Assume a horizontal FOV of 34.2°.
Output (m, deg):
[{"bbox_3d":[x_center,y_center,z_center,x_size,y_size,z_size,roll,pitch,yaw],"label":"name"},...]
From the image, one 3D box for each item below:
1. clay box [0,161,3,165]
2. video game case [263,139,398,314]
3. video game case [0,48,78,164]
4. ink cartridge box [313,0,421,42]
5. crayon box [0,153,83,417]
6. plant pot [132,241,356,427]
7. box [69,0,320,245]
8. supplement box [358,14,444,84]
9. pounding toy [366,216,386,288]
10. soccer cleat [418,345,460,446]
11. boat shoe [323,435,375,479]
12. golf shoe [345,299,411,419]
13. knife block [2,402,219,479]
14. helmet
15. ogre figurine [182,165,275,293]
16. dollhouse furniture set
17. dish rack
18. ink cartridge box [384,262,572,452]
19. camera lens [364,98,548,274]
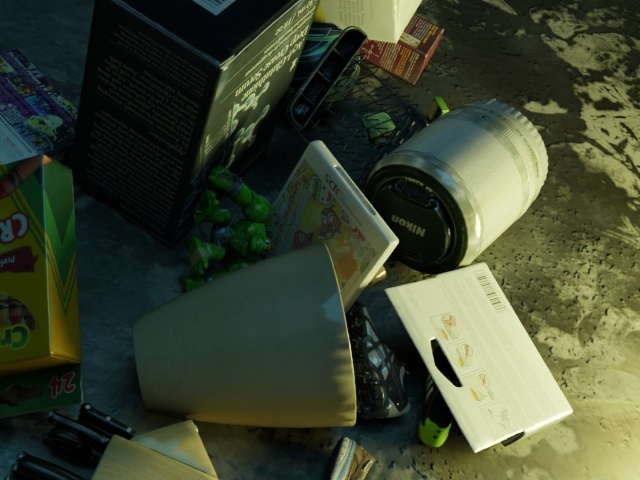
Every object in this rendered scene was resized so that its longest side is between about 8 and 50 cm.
[{"bbox_3d":[-0.531,-0.110,1.524,0.222,0.127,0.053,43,52,17],"label":"clay box"},{"bbox_3d":[0.000,0.000,1.565,0.026,0.227,0.206,-14,58,-42],"label":"video game case"},{"bbox_3d":[-0.501,-0.200,1.647,0.232,0.042,0.210,44,43,16],"label":"video game case"},{"bbox_3d":[0.007,-0.530,1.957,0.385,0.160,0.279,12,45,17],"label":"ink cartridge box"},{"bbox_3d":[-0.415,0.066,1.338,0.202,0.081,0.318,-13,72,15],"label":"crayon box"},{"bbox_3d":[-0.110,0.150,1.418,0.274,0.256,0.256,-10,55,-6],"label":"plant pot"},{"bbox_3d":[-0.193,-0.242,1.574,0.212,0.395,0.293,33,50,7],"label":"box"},{"bbox_3d":[0.130,-0.400,2.028,0.188,0.080,0.104,28,49,4],"label":"supplement box"},{"bbox_3d":[0.047,-0.017,1.624,0.094,0.181,0.206,-25,65,-34],"label":"pounding toy"},{"bbox_3d":[0.185,0.225,1.554,0.060,0.072,0.179,19,49,-5],"label":"soccer cleat"},{"bbox_3d":[0.033,0.350,1.403,0.066,0.066,0.183,24,49,-2],"label":"boat shoe"},{"bbox_3d":[0.080,0.182,1.562,0.094,0.077,0.198,14,49,-32],"label":"golf shoe"},{"bbox_3d":[-0.252,0.330,1.301,0.242,0.088,0.275,-14,59,-28],"label":"knife block"},{"bbox_3d":[-0.011,-0.308,1.851,0.162,0.169,0.169,6,49,5],"label":"helmet"},{"bbox_3d":[-0.136,-0.008,1.577,0.118,0.097,0.197,7,82,-37],"label":"ogre figurine"},{"bbox_3d":[0.158,-0.223,1.912,0.152,0.058,0.076,-8,56,-26],"label":"dollhouse furniture set"},{"bbox_3d":[0.076,-0.201,1.765,0.271,0.074,0.208,41,71,-21],"label":"dish rack"},{"bbox_3d":[0.227,0.179,1.563,0.239,0.060,0.275,-12,65,-40],"label":"ink cartridge box"},{"bbox_3d":[0.223,-0.089,1.722,0.219,0.219,0.274,41,51,14],"label":"camera lens"}]
